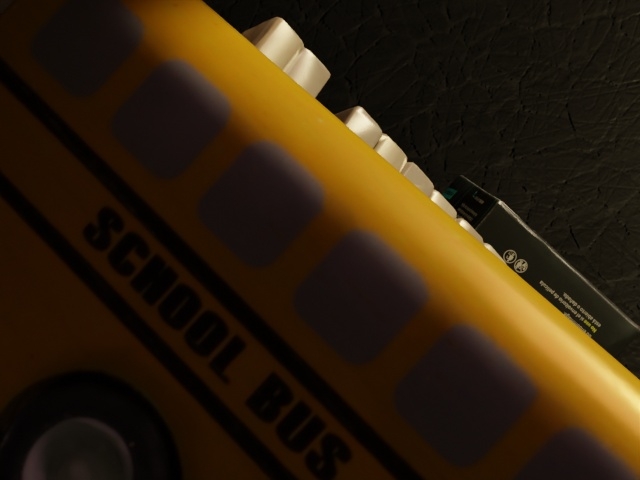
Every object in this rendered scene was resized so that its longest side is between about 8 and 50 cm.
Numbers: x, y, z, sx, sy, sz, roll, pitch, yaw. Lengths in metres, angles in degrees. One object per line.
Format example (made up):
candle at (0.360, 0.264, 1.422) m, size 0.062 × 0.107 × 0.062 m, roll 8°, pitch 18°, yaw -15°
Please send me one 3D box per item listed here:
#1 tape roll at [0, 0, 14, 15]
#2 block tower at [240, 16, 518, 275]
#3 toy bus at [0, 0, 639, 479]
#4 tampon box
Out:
tape roll at (-0.070, -0.194, 0.488) m, size 0.246 × 0.169 × 0.246 m, roll -11°, pitch 90°, yaw -67°
block tower at (0.035, 0.051, 0.739) m, size 0.335 × 0.091 × 0.097 m, roll 47°, pitch -34°, yaw -20°
toy bus at (0.029, 0.077, 0.417) m, size 0.333 × 0.130 × 0.108 m, roll 42°, pitch 3°, yaw 22°
tampon box at (0.065, 0.063, 0.885) m, size 0.101 × 0.161 × 0.120 m, roll 41°, pitch 4°, yaw -10°
